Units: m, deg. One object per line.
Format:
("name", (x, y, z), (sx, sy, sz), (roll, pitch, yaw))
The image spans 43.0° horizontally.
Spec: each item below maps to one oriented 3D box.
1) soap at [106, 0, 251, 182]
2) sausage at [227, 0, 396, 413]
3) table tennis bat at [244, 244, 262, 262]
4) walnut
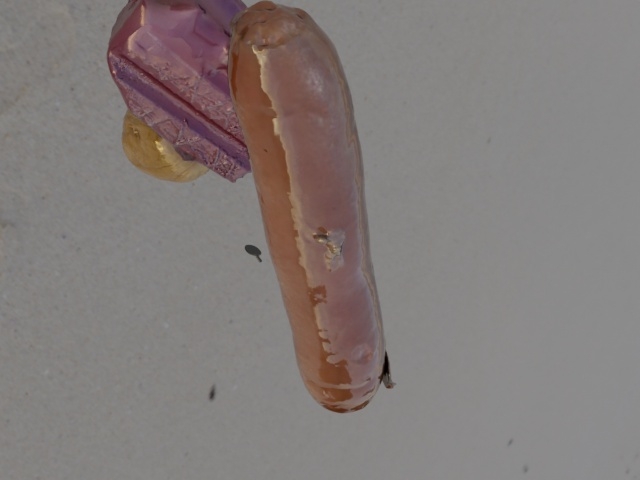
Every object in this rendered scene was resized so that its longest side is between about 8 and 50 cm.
("soap", (-0.163, -0.231, 1.162), (0.220, 0.127, 0.325), (-25, 138, 28))
("sausage", (0.000, 0.000, 0.675), (0.094, 0.094, 0.419), (-39, 138, -29))
("table tennis bat", (-0.190, 0.037, 2.358), (0.050, 0.083, 0.007), (5, 122, -37))
("walnut", (-0.291, -0.210, 1.596), (0.193, 0.225, 0.193), (-8, 102, -45))
